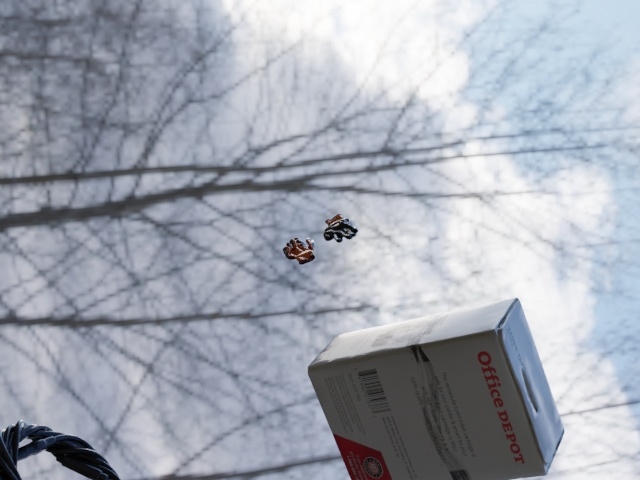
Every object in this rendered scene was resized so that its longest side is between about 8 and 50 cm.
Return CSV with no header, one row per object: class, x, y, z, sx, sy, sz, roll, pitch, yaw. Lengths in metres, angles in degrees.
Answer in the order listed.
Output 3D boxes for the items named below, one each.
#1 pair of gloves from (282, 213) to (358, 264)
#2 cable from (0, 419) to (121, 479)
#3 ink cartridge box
pair of gloves,0.000,0.000,1.379,0.010,0.083,0.074,66,-8,-22
cable,-0.301,0.284,1.481,0.047,0.184,0.151,-49,-146,23
ink cartridge box,0.083,0.112,0.894,0.150,0.063,0.109,-14,-76,29
